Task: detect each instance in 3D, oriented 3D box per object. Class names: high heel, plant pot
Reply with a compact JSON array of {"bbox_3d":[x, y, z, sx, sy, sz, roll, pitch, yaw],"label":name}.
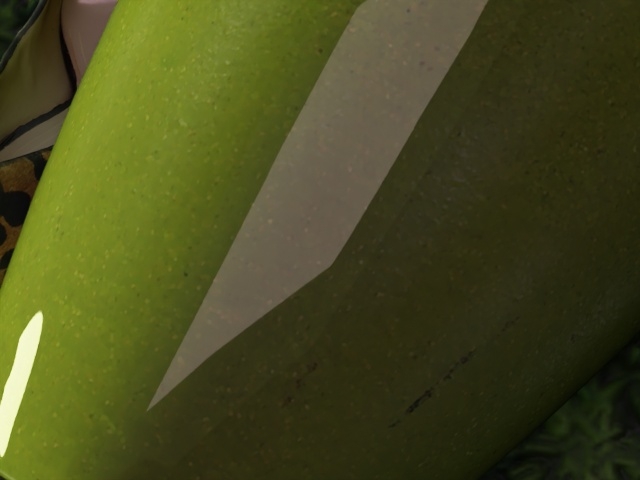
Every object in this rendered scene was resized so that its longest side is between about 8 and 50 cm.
[{"bbox_3d":[-0.104,-0.094,0.836,0.093,0.186,0.261,12,79,11],"label":"high heel"},{"bbox_3d":[0.000,0.000,0.731,0.274,0.275,0.293,32,75,15],"label":"plant pot"}]
